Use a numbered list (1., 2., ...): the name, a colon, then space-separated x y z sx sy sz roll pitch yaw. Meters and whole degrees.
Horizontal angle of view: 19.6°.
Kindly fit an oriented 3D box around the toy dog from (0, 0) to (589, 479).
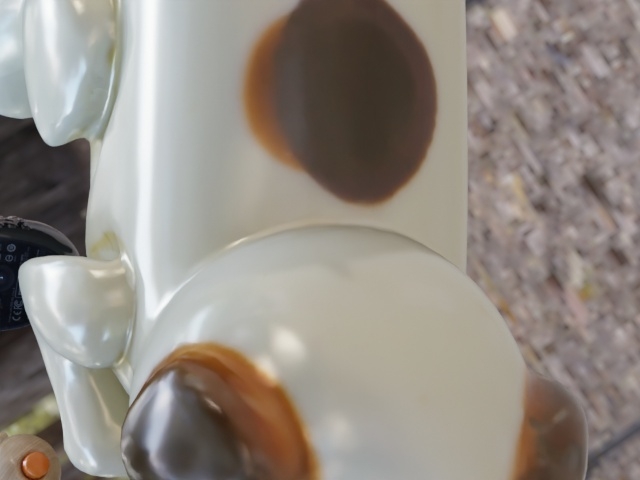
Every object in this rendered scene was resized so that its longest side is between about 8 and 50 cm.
1. toy dog: 0.000 0.000 0.983 0.395 0.284 0.408 -45 45 42

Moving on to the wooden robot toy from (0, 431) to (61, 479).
1. wooden robot toy: -0.149 0.126 0.869 0.173 0.076 0.079 54 142 -3

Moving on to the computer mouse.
1. computer mouse: -0.258 0.009 1.070 0.041 0.242 0.071 -118 39 -58
